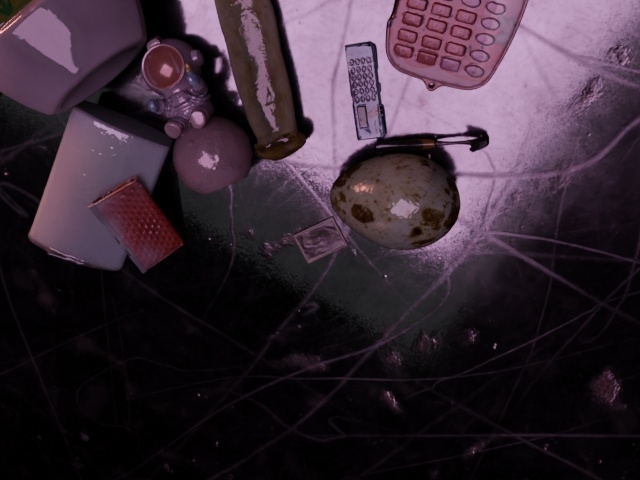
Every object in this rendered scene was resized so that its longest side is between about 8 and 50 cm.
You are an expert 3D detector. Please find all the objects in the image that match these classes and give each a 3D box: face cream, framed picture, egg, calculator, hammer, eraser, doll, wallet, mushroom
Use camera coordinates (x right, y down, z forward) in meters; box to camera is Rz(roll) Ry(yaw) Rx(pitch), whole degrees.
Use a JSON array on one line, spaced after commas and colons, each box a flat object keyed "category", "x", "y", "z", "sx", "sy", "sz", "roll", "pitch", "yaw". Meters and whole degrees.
[{"category": "face cream", "x": -0.483, "y": -0.412, "z": 1.244, "sx": 0.312, "sy": 0.219, "sz": 0.357, "roll": -38, "pitch": 96, "yaw": 8}, {"category": "framed picture", "x": 0.000, "y": 0.000, "z": 1.438, "sx": 0.089, "sy": 0.006, "sz": 0.066, "roll": -25, "pitch": 104, "yaw": 16}, {"category": "egg", "x": 0.128, "y": -0.070, "z": 1.308, "sx": 0.231, "sy": 0.169, "sz": 0.169, "roll": 9, "pitch": 111, "yaw": 15}, {"category": "calculator", "x": 0.081, "y": -0.263, "z": 1.326, "sx": 0.057, "sy": 0.018, "sz": 0.171, "roll": -5, "pitch": 110, "yaw": 12}, {"category": "hammer", "x": 0.194, "y": -0.169, "z": 1.317, "sx": 0.201, "sy": 0.078, "sz": 0.021, "roll": -1, "pitch": 108, "yaw": 15}, {"category": "calculator", "x": 0.229, "y": -0.407, "z": 1.237, "sx": 0.220, "sy": 0.048, "sz": 0.329, "roll": 17, "pitch": 114, "yaw": 1}, {"category": "eraser", "x": -0.418, "y": -0.096, "z": 1.413, "sx": 0.189, "sy": 0.104, "sz": 0.290, "roll": 24, "pitch": 111, "yaw": -9}, {"category": "doll", "x": -0.226, "y": -0.228, "z": 1.327, "sx": 0.151, "sy": 0.151, "sz": 0.287, "roll": -22, "pitch": 99, "yaw": 16}, {"category": "wallet", "x": -0.341, "y": -0.028, "z": 1.405, "sx": 0.103, "sy": 0.020, "sz": 0.196, "roll": -34, "pitch": 135, "yaw": -5}, {"category": "mushroom", "x": -0.103, "y": -0.293, "z": 1.312, "sx": 0.100, "sy": 0.081, "sz": 0.312, "roll": -12, "pitch": 103, "yaw": 10}]
